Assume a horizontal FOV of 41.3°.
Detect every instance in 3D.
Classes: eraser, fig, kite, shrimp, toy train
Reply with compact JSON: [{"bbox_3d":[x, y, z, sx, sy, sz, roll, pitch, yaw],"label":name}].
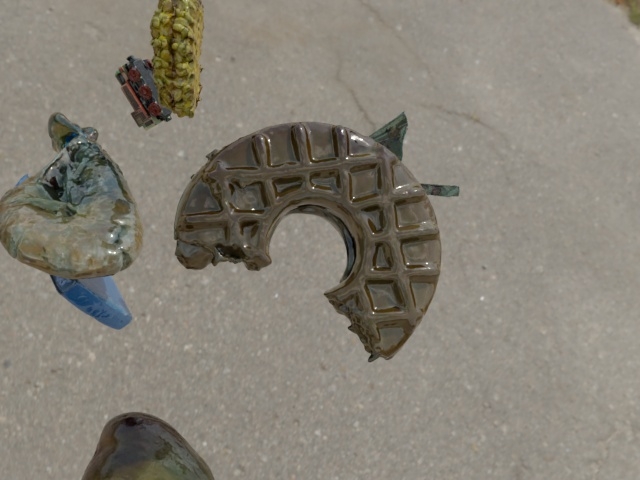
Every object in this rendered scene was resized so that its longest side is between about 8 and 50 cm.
[{"bbox_3d":[-0.418,0.018,1.421,0.312,0.043,0.144,51,2,41],"label":"eraser"},{"bbox_3d":[-0.218,0.360,1.231,0.274,0.145,0.170,21,56,12],"label":"fig"},{"bbox_3d":[0.146,-0.117,1.850,0.314,0.335,0.011,10,16,17],"label":"kite"},{"bbox_3d":[-0.410,-0.074,1.384,0.221,0.109,0.445,1,33,-19],"label":"shrimp"},{"bbox_3d":[-0.333,-0.277,1.594,0.138,0.087,0.050,60,39,-14],"label":"toy train"}]

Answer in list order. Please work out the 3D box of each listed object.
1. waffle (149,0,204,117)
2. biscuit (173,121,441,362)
[{"bbox_3d":[-0.226,-0.296,1.356,0.070,0.197,0.193,2,60,-2],"label":"waffle"},{"bbox_3d":[0.000,-0.020,1.144,0.366,0.115,0.268,30,77,-7],"label":"biscuit"}]
